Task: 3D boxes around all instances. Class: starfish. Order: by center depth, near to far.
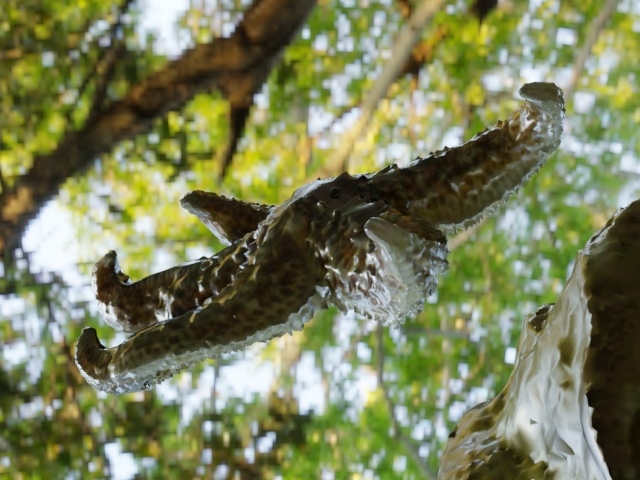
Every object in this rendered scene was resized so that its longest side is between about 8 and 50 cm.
[{"bbox_3d":[0.002,0.001,0.754,0.238,0.071,0.216,-32,-161,9],"label":"starfish"}]

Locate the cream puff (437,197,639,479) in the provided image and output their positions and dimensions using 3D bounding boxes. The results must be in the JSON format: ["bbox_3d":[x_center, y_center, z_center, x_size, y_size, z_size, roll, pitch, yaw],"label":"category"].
[{"bbox_3d":[0.153,0.091,0.495,0.196,0.244,0.244,-20,-133,-21],"label":"cream puff"}]
